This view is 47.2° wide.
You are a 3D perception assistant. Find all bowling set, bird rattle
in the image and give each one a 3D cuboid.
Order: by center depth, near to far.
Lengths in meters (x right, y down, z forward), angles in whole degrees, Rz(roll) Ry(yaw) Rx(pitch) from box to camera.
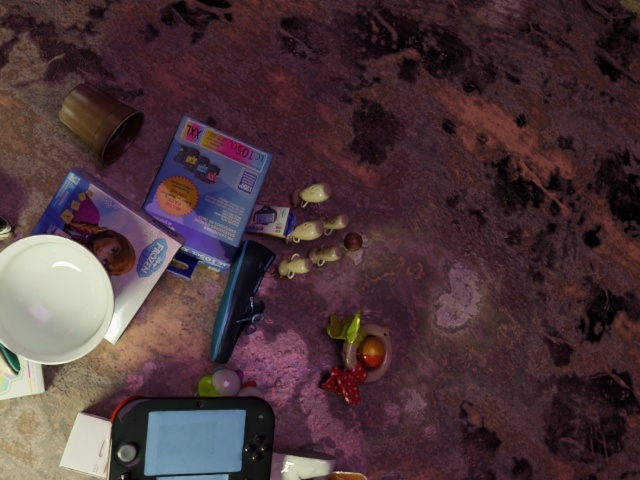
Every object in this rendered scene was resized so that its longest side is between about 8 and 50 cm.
[{"bbox_3d":[0.115,0.314,1.987,0.206,0.143,0.254,2,79,-33],"label":"bird rattle"},{"bbox_3d":[0.000,0.000,2.032,0.199,0.154,0.287,30,67,-32],"label":"bowling set"}]

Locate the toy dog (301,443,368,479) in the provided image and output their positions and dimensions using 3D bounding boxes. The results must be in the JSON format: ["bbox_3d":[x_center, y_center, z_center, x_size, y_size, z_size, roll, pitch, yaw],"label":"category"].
[{"bbox_3d":[0.044,0.690,1.850,0.334,0.161,0.220,46,69,-2],"label":"toy dog"}]

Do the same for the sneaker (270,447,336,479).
[{"bbox_3d":[-0.101,0.608,1.820,0.292,0.108,0.169,-3,80,17],"label":"sneaker"}]

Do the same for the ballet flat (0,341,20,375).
[{"bbox_3d":[-0.769,0.234,1.711,0.086,0.086,0.248,-20,50,-20],"label":"ballet flat"}]

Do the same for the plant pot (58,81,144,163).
[{"bbox_3d":[-0.576,-0.316,1.910,0.165,0.167,0.167,37,69,2],"label":"plant pot"}]

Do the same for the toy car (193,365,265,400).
[{"bbox_3d":[-0.223,0.390,1.864,0.182,0.159,0.136,37,34,-7],"label":"toy car"}]

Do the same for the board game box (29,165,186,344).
[{"bbox_3d":[-0.547,0.039,1.793,0.318,0.066,0.319,34,102,-6],"label":"board game box"}]

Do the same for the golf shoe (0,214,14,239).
[{"bbox_3d":[-0.848,-0.062,1.798,0.186,0.086,0.068,19,74,-11],"label":"golf shoe"}]

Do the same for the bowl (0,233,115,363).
[{"bbox_3d":[-0.611,0.126,1.704,0.297,0.134,0.298,0,97,-1],"label":"bowl"}]

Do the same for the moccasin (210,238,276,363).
[{"bbox_3d":[-0.194,0.161,1.919,0.116,0.137,0.342,21,73,-16],"label":"moccasin"}]

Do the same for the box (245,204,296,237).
[{"bbox_3d":[-0.136,-0.053,2.005,0.136,0.028,0.081,5,71,24],"label":"box"}]

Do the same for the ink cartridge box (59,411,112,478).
[{"bbox_3d":[-0.525,0.478,1.718,0.127,0.176,0.128,19,72,-12],"label":"ink cartridge box"}]

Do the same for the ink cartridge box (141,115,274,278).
[{"bbox_3d":[-0.321,-0.089,1.935,0.269,0.151,0.396,22,73,-11],"label":"ink cartridge box"}]

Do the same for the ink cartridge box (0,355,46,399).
[{"bbox_3d":[-0.768,0.325,1.741,0.209,0.062,0.109,-7,79,-18],"label":"ink cartridge box"}]

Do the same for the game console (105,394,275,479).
[{"bbox_3d":[-0.295,0.526,1.680,0.386,0.060,0.342,6,84,-24],"label":"game console"}]
